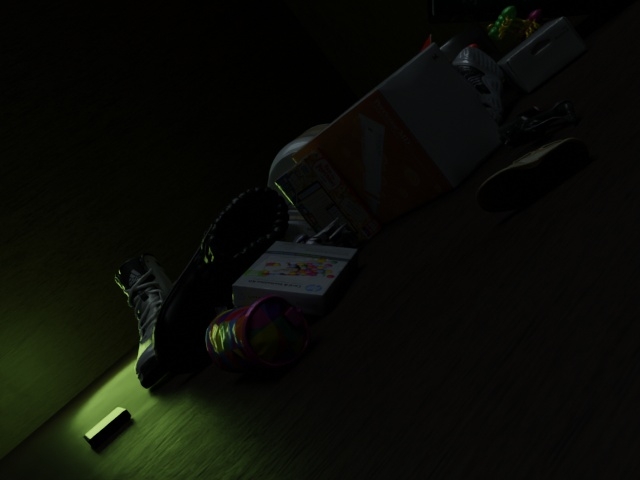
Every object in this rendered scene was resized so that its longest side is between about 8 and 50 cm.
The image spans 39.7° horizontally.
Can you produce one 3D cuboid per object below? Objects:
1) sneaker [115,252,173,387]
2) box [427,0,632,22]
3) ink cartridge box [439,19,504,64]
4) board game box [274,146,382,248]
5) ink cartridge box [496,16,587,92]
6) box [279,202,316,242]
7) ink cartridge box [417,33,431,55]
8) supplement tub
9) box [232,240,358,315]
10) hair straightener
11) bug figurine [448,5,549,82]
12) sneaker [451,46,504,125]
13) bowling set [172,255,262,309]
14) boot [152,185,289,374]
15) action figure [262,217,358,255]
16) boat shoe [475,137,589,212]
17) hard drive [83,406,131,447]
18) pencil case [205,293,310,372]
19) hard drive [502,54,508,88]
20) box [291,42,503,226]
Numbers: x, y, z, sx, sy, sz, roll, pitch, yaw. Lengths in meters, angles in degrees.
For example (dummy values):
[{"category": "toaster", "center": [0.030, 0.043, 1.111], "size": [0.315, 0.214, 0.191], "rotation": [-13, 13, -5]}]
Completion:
[{"category": "sneaker", "center": [-0.406, 0.175, 2.057], "size": [0.169, 0.257, 0.447], "rotation": [-38, 6, 2]}, {"category": "box", "center": [0.510, -0.725, 2.285], "size": [0.471, 0.297, 0.480], "rotation": [-3, 11, 7]}, {"category": "ink cartridge box", "center": [0.353, -0.470, 2.452], "size": [0.272, 0.130, 0.309], "rotation": [-36, 5, 14]}, {"category": "board game box", "center": [0.012, -0.069, 1.693], "size": [0.045, 0.193, 0.147], "rotation": [-41, 7, -28]}, {"category": "ink cartridge box", "center": [0.480, -0.405, 1.954], "size": [0.154, 0.093, 0.212], "rotation": [-38, 3, 9]}, {"category": "box", "center": [0.021, -0.064, 1.931], "size": [0.231, 0.056, 0.183], "rotation": [3, 38, 50]}, {"category": "ink cartridge box", "center": [0.177, -0.265, 1.874], "size": [0.060, 0.239, 0.275], "rotation": [1, -19, -12]}, {"category": "supplement tub", "center": [0.001, -0.167, 2.327], "size": [0.241, 0.241, 0.331], "rotation": [-36, 5, 19]}, {"category": "box", "center": [-0.035, 0.055, 1.377], "size": [0.145, 0.038, 0.186], "rotation": [6, 24, 18]}, {"category": "hair straightener", "center": [0.318, -0.165, 1.334], "size": [0.089, 0.047, 0.230], "rotation": [-39, 10, -6]}, {"category": "bug figurine", "center": [0.434, -0.460, 2.100], "size": [0.279, 0.072, 0.216], "rotation": [-8, -35, -43]}, {"category": "sneaker", "center": [0.282, -0.261, 1.895], "size": [0.210, 0.137, 0.366], "rotation": [-50, 9, 35]}, {"category": "bowling set", "center": [-0.162, 0.093, 1.951], "size": [0.287, 0.154, 0.200], "rotation": [-40, 24, -32]}, {"category": "boot", "center": [-0.190, 0.074, 1.635], "size": [0.260, 0.131, 0.348], "rotation": [-29, 38, 67]}, {"category": "action figure", "center": [-0.022, 0.032, 1.633], "size": [0.185, 0.099, 0.285], "rotation": [-32, 9, -10]}, {"category": "boat shoe", "center": [0.243, -0.074, 1.018], "size": [0.135, 0.050, 0.045], "rotation": [-26, 6, 17]}, {"category": "hard drive", "center": [-0.431, 0.377, 1.792], "size": [0.094, 0.022, 0.135], "rotation": [-40, 6, -20]}, {"category": "pencil case", "center": [-0.091, 0.131, 1.228], "size": [0.104, 0.104, 0.236], "rotation": [-40, 7, -19]}, {"category": "hard drive", "center": [0.437, -0.416, 2.491], "size": [0.237, 0.064, 0.339], "rotation": [-40, 5, -22]}, {"category": "box", "center": [0.134, -0.170, 1.631], "size": [0.168, 0.215, 0.345], "rotation": [-42, 6, -30]}]
